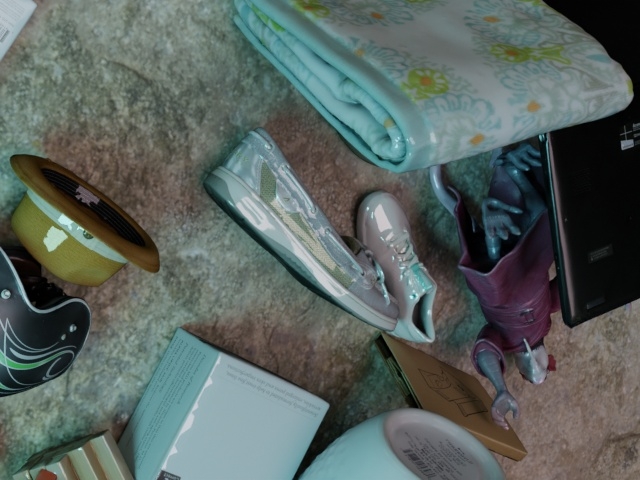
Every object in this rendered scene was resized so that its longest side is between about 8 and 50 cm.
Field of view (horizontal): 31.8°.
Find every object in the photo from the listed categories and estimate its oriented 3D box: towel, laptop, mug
[{"bbox_3d":[0.113,-0.229,1.255,0.321,0.374,0.090,-19,139,-28],"label":"towel"},{"bbox_3d":[0.351,-0.151,1.455,0.382,0.236,0.407,-18,105,-30],"label":"laptop"},{"bbox_3d":[0.096,0.405,1.319,0.276,0.374,0.328,8,119,-37],"label":"mug"}]

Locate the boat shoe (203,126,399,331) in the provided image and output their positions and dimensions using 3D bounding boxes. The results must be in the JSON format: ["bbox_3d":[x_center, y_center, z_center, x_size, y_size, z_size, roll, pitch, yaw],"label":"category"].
[{"bbox_3d":[-0.002,-0.001,1.375,0.320,0.118,0.103,42,82,-25],"label":"boat shoe"}]

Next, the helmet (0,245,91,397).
[{"bbox_3d":[-0.337,0.078,1.153,0.162,0.169,0.169,12,95,-51],"label":"helmet"}]

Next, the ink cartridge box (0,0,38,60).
[{"bbox_3d":[-0.374,-0.207,1.122,0.109,0.063,0.150,37,82,-33],"label":"ink cartridge box"}]

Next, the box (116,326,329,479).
[{"bbox_3d":[-0.119,0.229,1.350,0.181,0.119,0.181,31,84,-34],"label":"box"}]

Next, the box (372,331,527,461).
[{"bbox_3d":[0.172,0.209,1.507,0.201,0.164,0.021,26,111,-33],"label":"box"}]

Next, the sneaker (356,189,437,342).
[{"bbox_3d":[0.112,0.036,1.465,0.080,0.094,0.212,-26,113,-23],"label":"sneaker"}]

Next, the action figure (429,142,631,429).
[{"bbox_3d":[0.249,0.067,1.531,0.248,0.276,0.370,-33,136,-16],"label":"action figure"}]

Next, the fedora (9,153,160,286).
[{"bbox_3d":[-0.260,-0.009,1.182,0.194,0.194,0.079,36,98,-33],"label":"fedora"}]

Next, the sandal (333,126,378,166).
[{"bbox_3d":[0.057,-0.165,1.403,0.219,0.060,0.090,44,77,-31],"label":"sandal"}]

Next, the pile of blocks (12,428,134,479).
[{"bbox_3d":[-0.270,0.399,1.259,0.149,0.112,0.362,3,104,11],"label":"pile of blocks"}]
